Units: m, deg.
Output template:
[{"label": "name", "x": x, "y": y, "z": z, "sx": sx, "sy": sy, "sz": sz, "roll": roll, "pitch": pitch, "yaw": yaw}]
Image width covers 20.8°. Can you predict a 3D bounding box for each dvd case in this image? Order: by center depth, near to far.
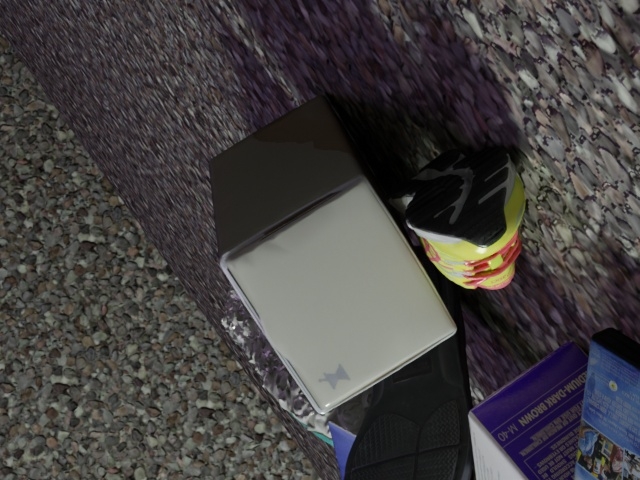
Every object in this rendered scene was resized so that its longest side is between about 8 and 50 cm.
[{"label": "dvd case", "x": 0.228, "y": 0.200, "z": 1.100, "sx": 0.180, "sy": 0.022, "sz": 0.253, "roll": 34, "pitch": 133, "yaw": 42}]

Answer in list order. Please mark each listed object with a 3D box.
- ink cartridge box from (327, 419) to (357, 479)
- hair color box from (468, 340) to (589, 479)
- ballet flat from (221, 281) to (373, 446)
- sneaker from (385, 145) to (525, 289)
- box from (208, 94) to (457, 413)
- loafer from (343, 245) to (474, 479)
[{"label": "ink cartridge box", "x": 0.136, "y": 0.320, "z": 1.810, "sx": 0.307, "sy": 0.072, "sz": 0.303, "roll": 25, "pitch": 163, "yaw": 13}, {"label": "hair color box", "x": 0.252, "y": 0.254, "z": 1.268, "sx": 0.339, "sy": 0.110, "sz": 0.185, "roll": 52, "pitch": 168, "yaw": 28}, {"label": "ballet flat", "x": -0.012, "y": 0.109, "z": 1.976, "sx": 0.409, "sy": 0.147, "sz": 0.147, "roll": 37, "pitch": 159, "yaw": 57}, {"label": "sneaker", "x": 0.108, "y": -0.007, "z": 1.187, "sx": 0.094, "sy": 0.081, "sz": 0.208, "roll": 57, "pitch": -179, "yaw": -8}, {"label": "box", "x": 0.000, "y": 0.000, "z": 1.361, "sx": 0.148, "sy": 0.121, "sz": 0.311, "roll": 58, "pitch": -176, "yaw": -17}, {"label": "loafer", "x": 0.088, "y": 0.151, "z": 1.426, "sx": 0.095, "sy": 0.109, "sz": 0.302, "roll": 49, "pitch": -143, "yaw": -48}]
